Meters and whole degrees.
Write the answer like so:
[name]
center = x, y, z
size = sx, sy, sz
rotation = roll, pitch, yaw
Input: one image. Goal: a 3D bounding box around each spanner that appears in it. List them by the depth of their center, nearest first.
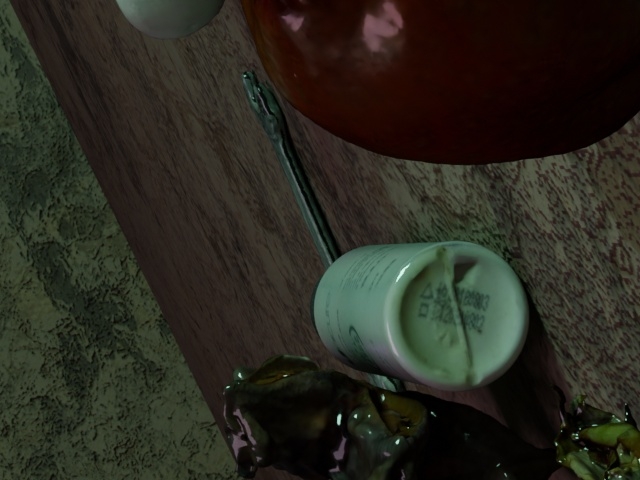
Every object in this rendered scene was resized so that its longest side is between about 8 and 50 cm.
[spanner]
center = 0.000, 0.000, 1.567
size = 0.302, 0.017, 0.071
rotation = 66, 169, -14

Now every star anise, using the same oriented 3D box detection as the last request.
[star anise]
center = 0.042, 0.138, 1.226
size = 0.214, 0.220, 0.099
rotation = -71, -3, -84

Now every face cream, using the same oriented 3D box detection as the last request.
[face cream]
center = 0.049, 0.046, 1.256
size = 0.092, 0.092, 0.311
rotation = 64, 169, -6

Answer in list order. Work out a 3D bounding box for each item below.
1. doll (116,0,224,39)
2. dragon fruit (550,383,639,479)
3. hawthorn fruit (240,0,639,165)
[doll]
center = -0.183, -0.329, 1.202
size = 0.376, 0.187, 0.365
rotation = 44, 175, 5
[dragon fruit]
center = 0.170, 0.149, 0.873
size = 0.246, 0.125, 0.125
rotation = -119, 6, -49
[hawthorn fruit]
center = 0.041, -0.103, 0.688
size = 0.169, 0.188, 0.169
rotation = 33, 130, 51
